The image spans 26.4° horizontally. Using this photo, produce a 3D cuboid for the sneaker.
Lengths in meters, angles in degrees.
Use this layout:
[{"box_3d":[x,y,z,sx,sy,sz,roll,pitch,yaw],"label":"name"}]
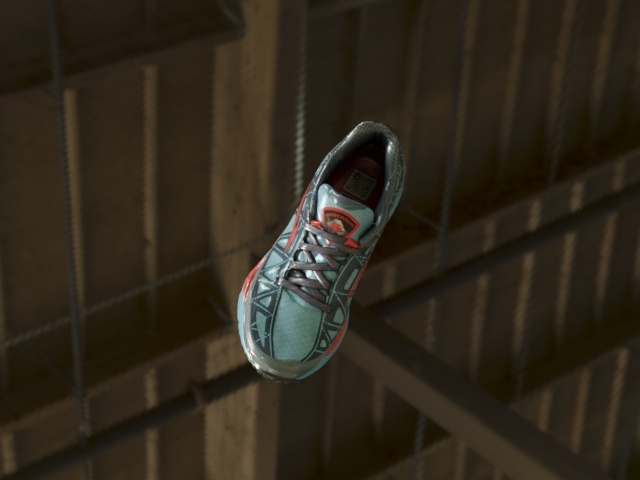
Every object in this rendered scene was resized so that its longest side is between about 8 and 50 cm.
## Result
[{"box_3d":[0.000,0.000,1.230,0.125,0.104,0.262,105,-173,-68],"label":"sneaker"}]
